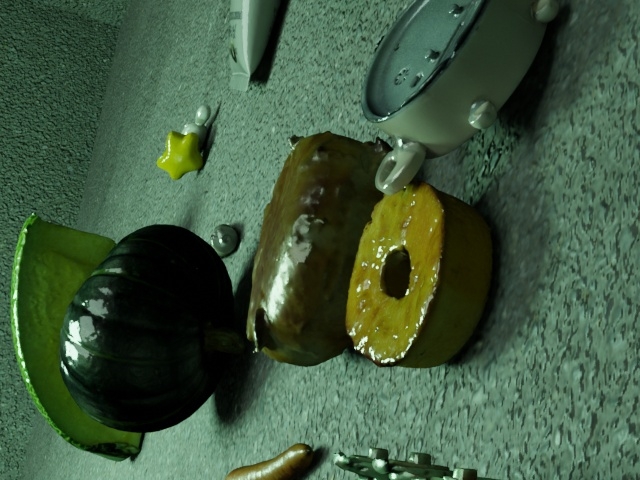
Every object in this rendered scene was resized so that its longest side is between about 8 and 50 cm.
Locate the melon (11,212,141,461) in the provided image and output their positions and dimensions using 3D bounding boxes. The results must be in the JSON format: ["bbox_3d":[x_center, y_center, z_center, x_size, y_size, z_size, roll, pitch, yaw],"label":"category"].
[{"bbox_3d":[-0.358,0.168,1.814,0.331,0.226,0.344,53,-138,-61],"label":"melon"}]

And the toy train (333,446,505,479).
[{"bbox_3d":[0.080,0.157,0.610,0.194,0.125,0.081,166,111,-66],"label":"toy train"}]

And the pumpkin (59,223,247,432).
[{"bbox_3d":[-0.191,0.106,1.355,0.250,0.216,0.250,5,-90,-76],"label":"pumpkin"}]

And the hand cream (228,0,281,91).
[{"bbox_3d":[-0.088,-0.369,1.649,0.139,0.089,0.314,-156,74,-74],"label":"hand cream"}]

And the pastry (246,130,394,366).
[{"bbox_3d":[0.000,0.000,1.023,0.218,0.100,0.229,-90,19,-51],"label":"pastry"}]

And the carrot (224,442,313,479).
[{"bbox_3d":[-0.046,0.223,1.088,0.190,0.037,0.037,-37,40,56],"label":"carrot"}]

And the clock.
[{"bbox_3d":[0.096,-0.139,0.849,0.229,0.063,0.155,-60,19,-5],"label":"clock"}]

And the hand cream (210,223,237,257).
[{"bbox_3d":[-0.141,0.003,1.572,0.165,0.037,0.057,164,120,-78],"label":"hand cream"}]

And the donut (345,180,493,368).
[{"bbox_3d":[0.074,0.028,0.843,0.152,0.058,0.152,-165,90,-71],"label":"donut"}]

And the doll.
[{"bbox_3d":[-0.212,-0.163,1.885,0.135,0.071,0.113,-63,2,14],"label":"doll"}]
